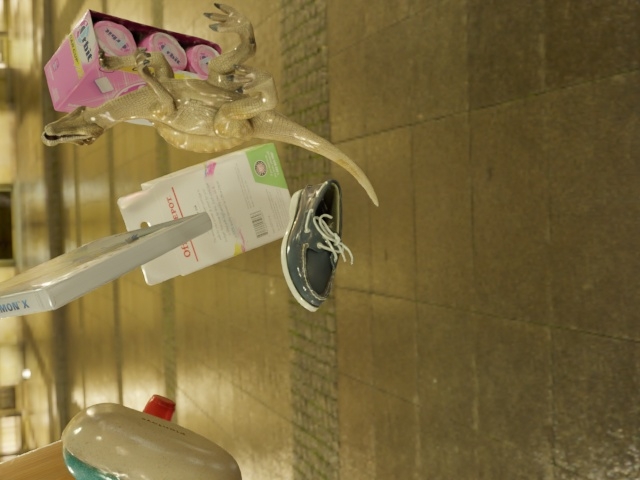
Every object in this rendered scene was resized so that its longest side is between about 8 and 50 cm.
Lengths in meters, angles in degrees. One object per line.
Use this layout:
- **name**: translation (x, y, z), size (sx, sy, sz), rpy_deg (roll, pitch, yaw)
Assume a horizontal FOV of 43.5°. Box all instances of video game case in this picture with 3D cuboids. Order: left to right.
- **video game case**: translation (-0.380, 0.043, 1.262), size (0.300, 0.329, 0.036), rpy_deg (-11, 104, 38)

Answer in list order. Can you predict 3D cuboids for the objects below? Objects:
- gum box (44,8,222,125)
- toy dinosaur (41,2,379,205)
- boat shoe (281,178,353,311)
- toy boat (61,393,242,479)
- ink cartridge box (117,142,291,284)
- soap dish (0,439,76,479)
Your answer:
- **gum box**: translation (-0.207, -0.192, 0.937), size (0.107, 0.188, 0.062), rpy_deg (-35, 65, 37)
- **toy dinosaur**: translation (-0.049, -0.070, 0.418), size (0.092, 0.183, 0.053), rpy_deg (112, 163, -59)
- **boat shoe**: translation (0.000, 0.000, 1.262), size (0.079, 0.095, 0.254), rpy_deg (-28, 32, 26)
- **toy boat**: translation (-0.255, 0.331, 1.189), size (0.148, 0.268, 0.318), rpy_deg (-66, 12, -5)
- **ink cartridge box**: translation (-0.246, -0.060, 1.718), size (0.119, 0.354, 0.207), rpy_deg (14, 123, 66)
- **soap dish**: translation (-0.455, 0.469, 1.370), size (0.118, 0.291, 0.228), rpy_deg (10, 107, 43)
